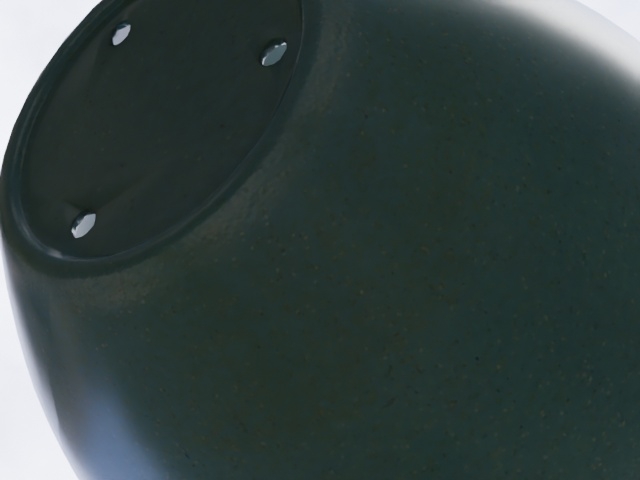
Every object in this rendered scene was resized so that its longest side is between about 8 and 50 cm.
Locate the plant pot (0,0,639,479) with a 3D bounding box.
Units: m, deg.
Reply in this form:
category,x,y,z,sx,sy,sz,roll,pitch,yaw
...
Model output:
category,x,y,z,sx,sy,sz,roll,pitch,yaw
plant pot,0.000,0.000,0.478,0.290,0.195,0.290,-21,-131,26
